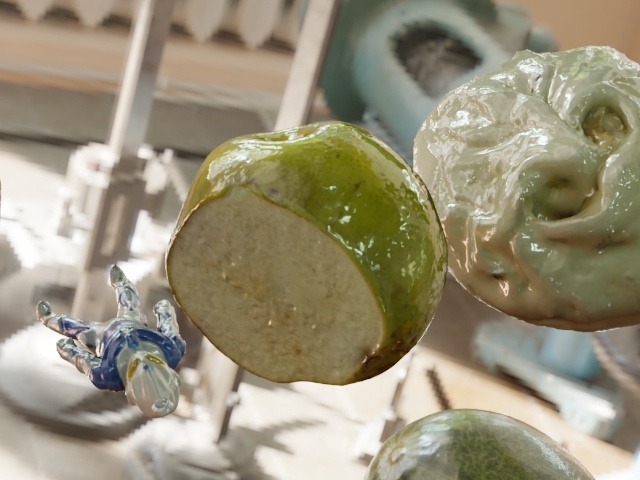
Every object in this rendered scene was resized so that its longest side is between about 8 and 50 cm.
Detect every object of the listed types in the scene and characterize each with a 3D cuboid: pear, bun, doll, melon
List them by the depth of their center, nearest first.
[{"bbox_3d":[0.000,0.000,0.896,0.141,0.141,0.104,24,40,17],"label":"pear"},{"bbox_3d":[0.176,-0.047,1.202,0.231,0.133,0.231,3,54,-4],"label":"bun"},{"bbox_3d":[-0.169,0.092,1.571,0.114,0.057,0.227,-21,35,-19],"label":"doll"},{"bbox_3d":[0.160,0.292,1.652,0.302,0.237,0.237,51,13,-24],"label":"melon"}]
